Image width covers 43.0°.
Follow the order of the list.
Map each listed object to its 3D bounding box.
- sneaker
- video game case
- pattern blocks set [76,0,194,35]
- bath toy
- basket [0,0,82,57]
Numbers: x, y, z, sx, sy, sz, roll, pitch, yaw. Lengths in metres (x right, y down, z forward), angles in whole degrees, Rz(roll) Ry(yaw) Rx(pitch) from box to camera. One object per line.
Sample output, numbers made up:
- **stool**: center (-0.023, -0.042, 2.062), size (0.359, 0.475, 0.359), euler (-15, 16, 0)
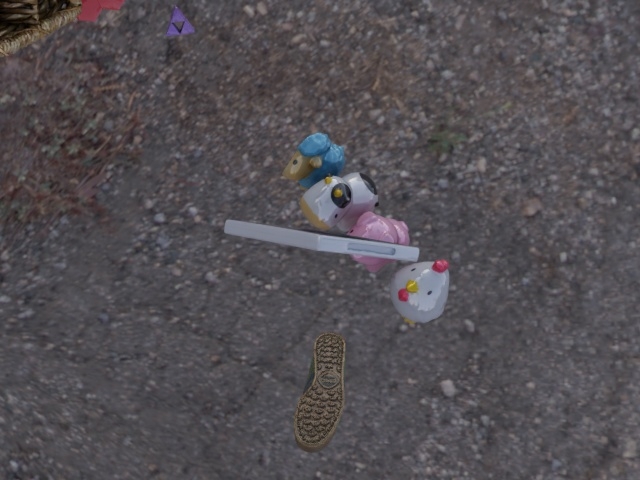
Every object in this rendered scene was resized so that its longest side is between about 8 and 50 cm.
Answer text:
- **sneaker**: center (0.004, 0.232, 1.169), size (0.064, 0.086, 0.192), euler (7, 46, 6)
- **video game case**: center (0.000, 0.000, 0.862), size (0.143, 0.157, 0.019), euler (7, 92, -42)
- **pattern blocks set**: center (-0.205, -0.445, 1.119), size (0.286, 0.026, 0.324), euler (6, 116, -13)
- **bath toy**: center (0.084, -0.018, 1.322), size (0.151, 0.129, 0.348), euler (-28, 69, -32)
- **basket**: center (-0.413, -0.362, 0.942), size (0.223, 0.213, 0.299), euler (0, 129, -7)
